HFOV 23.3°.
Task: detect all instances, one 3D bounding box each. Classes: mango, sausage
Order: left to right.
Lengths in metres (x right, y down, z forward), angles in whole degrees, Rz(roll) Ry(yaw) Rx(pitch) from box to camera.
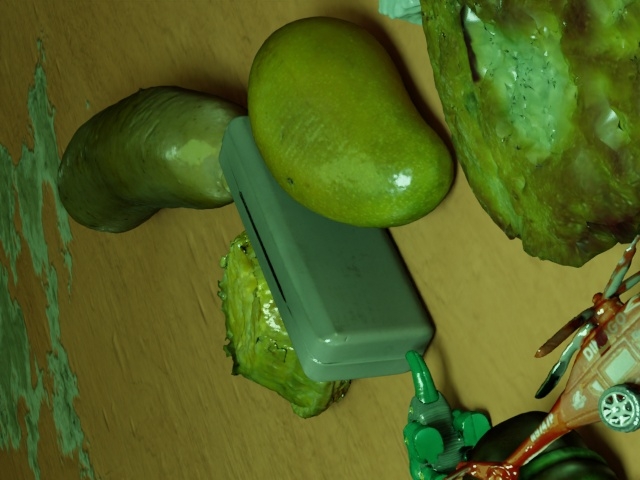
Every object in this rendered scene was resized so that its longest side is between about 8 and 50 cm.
[{"bbox_3d":[-0.175,-0.086,1.601,0.501,0.123,0.136,171,90,-67],"label":"sausage"},{"bbox_3d":[0.018,-0.086,1.178,0.227,0.099,0.136,47,116,42],"label":"mango"}]

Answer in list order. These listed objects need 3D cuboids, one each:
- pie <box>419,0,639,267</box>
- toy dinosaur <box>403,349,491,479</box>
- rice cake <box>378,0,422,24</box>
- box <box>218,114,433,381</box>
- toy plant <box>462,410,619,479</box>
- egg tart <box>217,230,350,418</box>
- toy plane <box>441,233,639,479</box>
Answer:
[{"bbox_3d":[0.133,-0.162,0.871,0.288,0.103,0.354,-165,66,-66],"label":"pie"},{"bbox_3d":[0.082,0.145,1.148,0.096,0.059,0.132,-169,65,-72],"label":"toy dinosaur"},{"bbox_3d":[0.064,-0.244,1.056,0.063,0.069,0.206,177,88,-67],"label":"rice cake"},{"bbox_3d":[0.000,0.000,1.232,0.055,0.103,0.243,113,144,-43],"label":"box"},{"bbox_3d":[0.152,0.182,0.938,0.162,0.093,0.092,-123,34,-47],"label":"toy plant"},{"bbox_3d":[-0.032,0.054,1.355,0.212,0.090,0.212,177,90,-68],"label":"egg tart"},{"bbox_3d":[0.146,0.089,0.870,0.077,0.194,0.126,51,-171,20],"label":"toy plane"}]
